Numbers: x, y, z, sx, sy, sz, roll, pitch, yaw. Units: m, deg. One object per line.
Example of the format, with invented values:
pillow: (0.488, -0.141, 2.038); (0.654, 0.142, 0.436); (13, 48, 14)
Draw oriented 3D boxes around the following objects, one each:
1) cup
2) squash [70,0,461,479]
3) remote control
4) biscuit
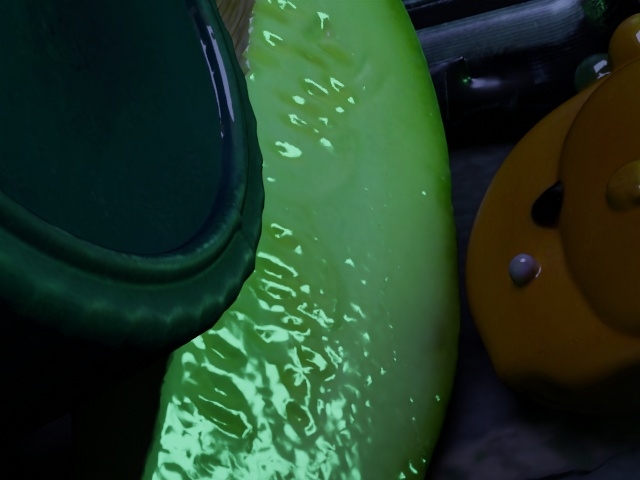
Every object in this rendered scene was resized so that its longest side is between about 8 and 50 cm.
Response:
cup: (-0.205, -0.042, 0.427); (0.292, 0.307, 0.242); (-27, -8, 23)
squash: (0.000, 0.000, 0.500); (0.203, 0.111, 0.288); (-57, 22, 14)
remote control: (0.027, -0.089, 0.694); (0.266, 0.066, 0.090); (-5, 28, 20)
biscuit: (0.117, -0.024, 0.479); (0.170, 0.050, 0.170); (-33, 36, 28)
